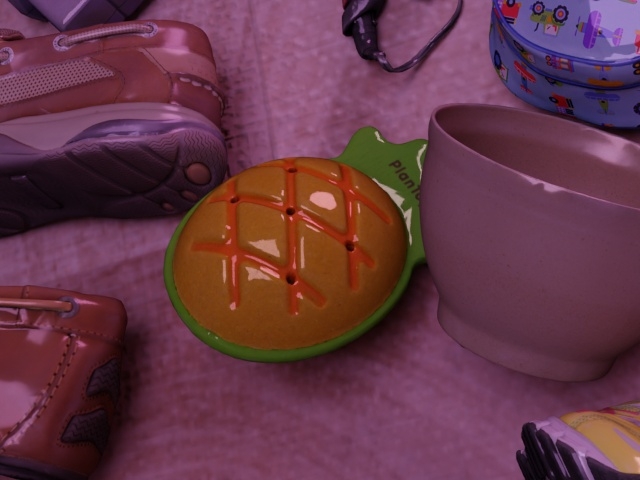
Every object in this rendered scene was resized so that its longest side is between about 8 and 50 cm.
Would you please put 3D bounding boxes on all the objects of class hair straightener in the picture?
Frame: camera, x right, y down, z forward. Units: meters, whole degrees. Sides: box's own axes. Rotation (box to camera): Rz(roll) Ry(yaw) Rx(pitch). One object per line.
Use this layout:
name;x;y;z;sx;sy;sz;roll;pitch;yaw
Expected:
hair straightener;0.044;-0.211;0.890;0.089;0.047;0.230;-11;70;18

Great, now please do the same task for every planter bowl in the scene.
planter bowl;0.121;0.006;0.748;0.162;0.162;0.109;25;111;26

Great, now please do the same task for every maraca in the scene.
maraca;0.000;0.000;0.819;0.186;0.099;0.127;-29;65;-18

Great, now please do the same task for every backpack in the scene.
backpack;0.162;-0.157;0.792;0.158;0.117;0.173;20;85;26

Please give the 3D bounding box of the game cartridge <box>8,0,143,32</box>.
game cartridge;-0.202;-0.310;1.011;0.355;0.068;0.230;43;96;26

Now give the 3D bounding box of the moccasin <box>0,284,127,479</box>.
moccasin;-0.301;0.046;0.892;0.380;0.139;0.147;8;76;23

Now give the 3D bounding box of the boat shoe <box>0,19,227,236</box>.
boat shoe;-0.209;-0.075;0.915;0.324;0.123;0.116;-3;66;14

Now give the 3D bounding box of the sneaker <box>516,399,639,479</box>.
sneaker;0.149;0.106;0.673;0.094;0.208;0.081;-22;85;0
